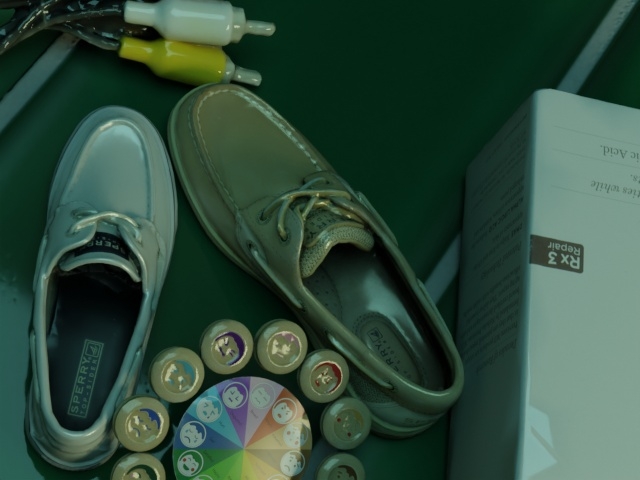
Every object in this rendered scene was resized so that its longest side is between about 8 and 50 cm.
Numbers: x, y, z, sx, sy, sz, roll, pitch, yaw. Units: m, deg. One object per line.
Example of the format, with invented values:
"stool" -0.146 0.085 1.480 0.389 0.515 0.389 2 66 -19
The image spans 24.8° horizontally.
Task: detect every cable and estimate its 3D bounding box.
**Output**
"cable" -0.177 -0.173 1.060 0.287 0.072 0.139 -6 107 -20

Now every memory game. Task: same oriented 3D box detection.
"memory game" -0.050 0.141 0.968 0.186 0.012 0.186 -3 98 -22

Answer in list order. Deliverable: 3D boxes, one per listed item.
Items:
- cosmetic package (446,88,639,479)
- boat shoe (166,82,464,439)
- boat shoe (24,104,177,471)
"cosmetic package" 0.210 0.111 1.010 0.217 0.156 0.385 9 67 -12
"boat shoe" 0.000 0.000 1.034 0.109 0.098 0.302 -30 78 -22
"boat shoe" -0.152 0.020 0.997 0.096 0.088 0.267 14 67 -7
